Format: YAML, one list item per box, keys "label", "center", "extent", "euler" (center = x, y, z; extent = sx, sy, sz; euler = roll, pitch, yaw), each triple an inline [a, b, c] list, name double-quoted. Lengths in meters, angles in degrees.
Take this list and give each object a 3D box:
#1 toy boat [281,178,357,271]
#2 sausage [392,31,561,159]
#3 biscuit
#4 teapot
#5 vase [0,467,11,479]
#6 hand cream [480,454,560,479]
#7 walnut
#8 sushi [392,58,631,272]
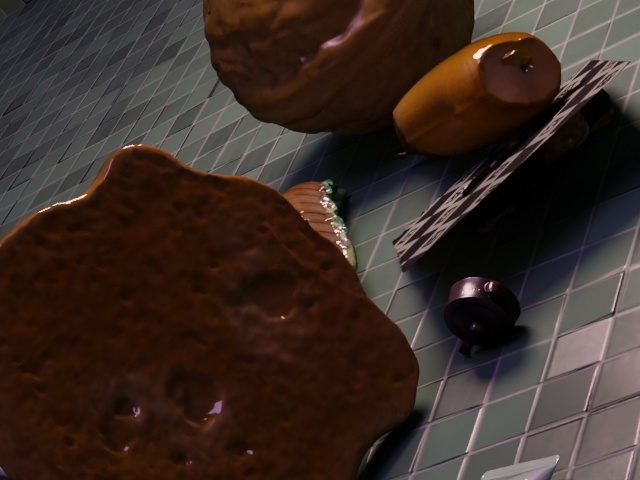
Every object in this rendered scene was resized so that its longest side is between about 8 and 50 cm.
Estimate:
- label: "toy boat"
  center: [-0.010, -0.006, 2.145]
  extent: [0.108, 0.099, 0.293]
  euler: [-61, 14, 23]
- label: "sausage"
  center: [0.150, -0.141, 2.075]
  extent: [0.112, 0.112, 0.328]
  euler: [-48, 6, -19]
- label: "biscuit"
  center: [-0.123, 0.109, 1.736]
  extent: [0.365, 0.385, 0.062]
  euler: [-49, 2, -28]
- label: "teapot"
  center: [0.144, 0.071, 1.778]
  extent: [0.100, 0.068, 0.045]
  euler: [110, -177, -46]
- label: "vase"
  center: [-0.246, 0.205, 1.960]
  extent: [0.445, 0.250, 0.250]
  euler: [-22, 28, 49]
- label: "hand cream"
  center: [0.124, 0.241, 1.509]
  extent: [0.078, 0.050, 0.205]
  euler: [-22, 24, 39]
- label: "walnut"
  center: [0.024, -0.267, 2.299]
  extent: [0.333, 0.333, 0.333]
  euler: [-34, 22, 16]
- label: "sushi"
  center: [0.195, -0.063, 1.943]
  extent: [0.290, 0.050, 0.264]
  euler: [-42, 5, 3]
